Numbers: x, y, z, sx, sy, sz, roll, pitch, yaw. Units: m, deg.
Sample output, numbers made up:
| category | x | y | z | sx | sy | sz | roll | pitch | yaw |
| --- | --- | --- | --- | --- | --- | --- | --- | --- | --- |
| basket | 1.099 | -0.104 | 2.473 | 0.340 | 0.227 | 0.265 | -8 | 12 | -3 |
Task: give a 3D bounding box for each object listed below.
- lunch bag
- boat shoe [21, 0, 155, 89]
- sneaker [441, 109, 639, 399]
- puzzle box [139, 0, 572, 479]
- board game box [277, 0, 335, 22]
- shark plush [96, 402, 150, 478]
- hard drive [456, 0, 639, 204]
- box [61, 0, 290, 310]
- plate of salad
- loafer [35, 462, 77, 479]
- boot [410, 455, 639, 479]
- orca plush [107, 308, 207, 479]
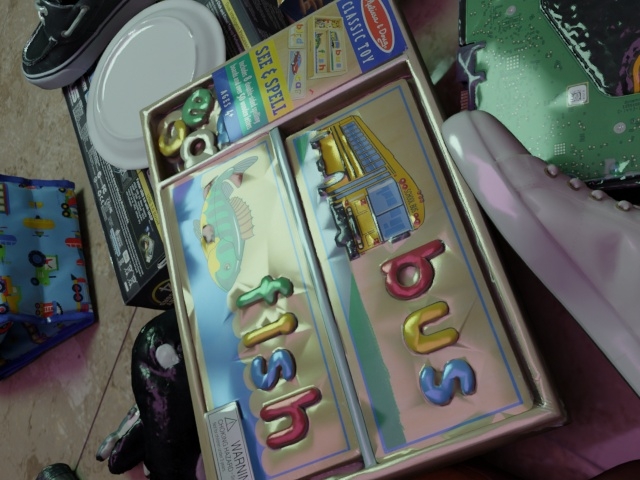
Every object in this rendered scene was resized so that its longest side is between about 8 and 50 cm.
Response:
| category | x | y | z | sx | sy | sz | roll | pitch | yaw |
| --- | --- | --- | --- | --- | --- | --- | --- | --- | --- |
| lunch bag | -0.469 | 0.070 | 1.122 | 0.293 | 0.138 | 0.221 | -35 | 61 | 41 |
| boat shoe | -0.300 | -0.293 | 0.937 | 0.301 | 0.102 | 0.108 | -25 | 63 | 34 |
| sneaker | 0.209 | 0.002 | 0.520 | 0.123 | 0.106 | 0.290 | -42 | 83 | 15 |
| puzzle box | 0.000 | 0.000 | 0.631 | 0.272 | 0.052 | 0.409 | -25 | 62 | 16 |
| board game box | 0.013 | -0.342 | 0.784 | 0.165 | 0.042 | 0.243 | -41 | 36 | 27 |
| shark plush | -0.219 | 0.205 | 0.910 | 0.067 | 0.073 | 0.161 | -139 | 64 | -71 |
| hard drive | 0.262 | -0.148 | 0.561 | 0.339 | 0.064 | 0.237 | -7 | 75 | 39 |
| box | -0.166 | -0.163 | 0.918 | 0.318 | 0.097 | 0.395 | -43 | 55 | 28 |
| plate of salad | -0.178 | -0.169 | 0.834 | 0.200 | 0.048 | 0.200 | -10 | 70 | 28 |
| loafer | -0.362 | 0.378 | 0.990 | 0.061 | 0.062 | 0.170 | 31 | 102 | 36 |
| boot | 0.108 | 0.157 | 0.621 | 0.264 | 0.096 | 0.280 | -34 | 42 | 14 |
| orca plush | -0.172 | 0.219 | 0.783 | 0.151 | 0.102 | 0.287 | 32 | 125 | 55 |
